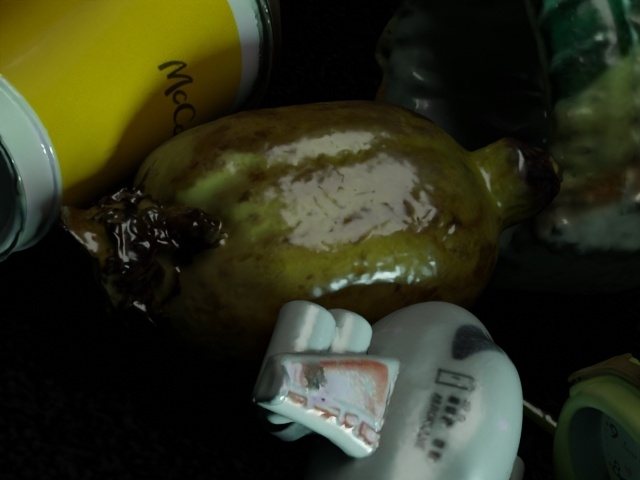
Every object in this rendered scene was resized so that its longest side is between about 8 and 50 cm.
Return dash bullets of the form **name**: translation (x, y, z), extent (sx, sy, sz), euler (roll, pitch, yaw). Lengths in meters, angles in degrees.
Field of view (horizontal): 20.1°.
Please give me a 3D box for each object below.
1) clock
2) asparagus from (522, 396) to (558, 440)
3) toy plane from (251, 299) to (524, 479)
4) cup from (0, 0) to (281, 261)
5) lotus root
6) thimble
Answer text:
- **clock**: translation (0.199, 0.134, 0.987), extent (0.069, 0.232, 0.170), euler (-22, 52, -15)
- **asparagus**: translation (0.134, 0.111, 1.167), extent (0.127, 0.015, 0.018), euler (35, 34, 16)
- **toy plane**: translation (0.049, 0.138, 0.961), extent (0.252, 0.118, 0.252), euler (26, 54, -42)
- **cup**: translation (-0.156, -0.108, 1.145), extent (0.196, 0.196, 0.279), euler (32, 42, 11)
- **lotus root**: translation (0.000, 0.000, 1.093), extent (0.314, 0.141, 0.169), euler (-10, 64, -12)
- **thimble**: translation (0.164, -0.094, 1.251), extent (0.167, 0.254, 0.288), euler (1, 48, -30)
